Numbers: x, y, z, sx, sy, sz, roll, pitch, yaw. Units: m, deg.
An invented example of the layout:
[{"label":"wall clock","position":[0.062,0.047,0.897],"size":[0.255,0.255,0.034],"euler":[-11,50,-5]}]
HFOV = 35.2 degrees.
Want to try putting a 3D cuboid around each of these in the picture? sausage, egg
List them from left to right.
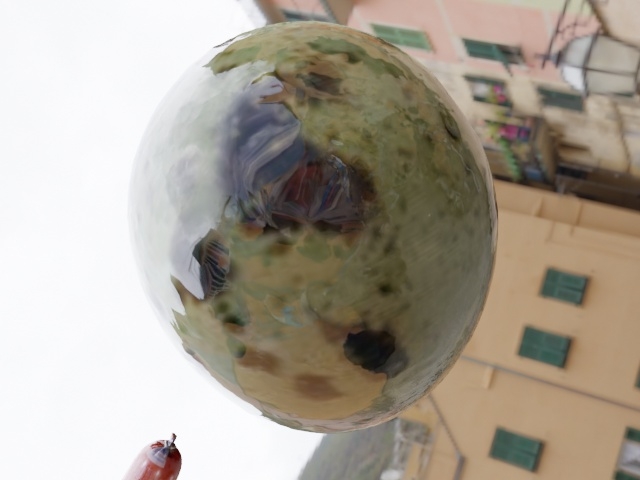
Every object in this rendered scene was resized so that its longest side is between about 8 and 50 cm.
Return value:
[{"label":"sausage","position":[-0.156,0.220,0.863],"size":[0.145,0.048,0.050],"euler":[-60,5,18]},{"label":"egg","position":[0.000,0.000,0.966],"size":[0.345,0.345,0.428],"euler":[-56,-39,-34]}]
